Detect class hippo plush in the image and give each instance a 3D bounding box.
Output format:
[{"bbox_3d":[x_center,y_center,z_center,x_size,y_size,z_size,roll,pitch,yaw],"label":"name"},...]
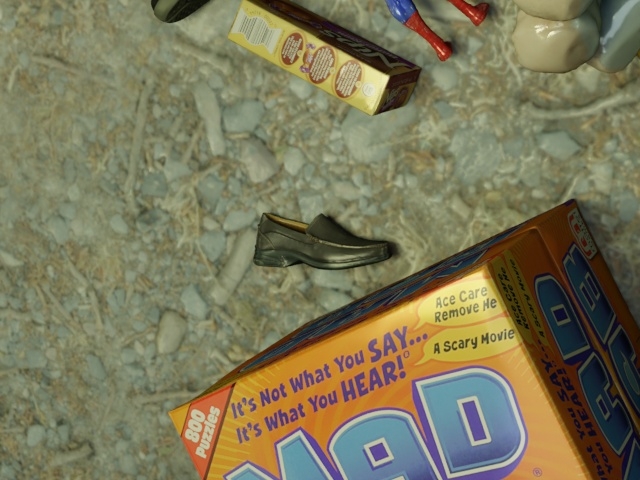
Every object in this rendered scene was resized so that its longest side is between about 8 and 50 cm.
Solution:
[{"bbox_3d":[0.234,-0.324,1.217,0.294,0.234,0.236,-49,60,20],"label":"hippo plush"}]

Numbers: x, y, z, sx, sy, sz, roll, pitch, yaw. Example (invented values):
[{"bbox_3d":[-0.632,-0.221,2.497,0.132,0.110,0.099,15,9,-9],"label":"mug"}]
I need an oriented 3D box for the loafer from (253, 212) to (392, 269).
[{"bbox_3d":[0.000,0.000,1.510,0.170,0.062,0.061,1,97,21],"label":"loafer"}]

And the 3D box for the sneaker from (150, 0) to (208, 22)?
[{"bbox_3d":[-0.141,-0.360,1.480,0.130,0.087,0.227,39,110,13],"label":"sneaker"}]

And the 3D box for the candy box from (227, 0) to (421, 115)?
[{"bbox_3d":[0.005,-0.202,1.437,0.186,0.109,0.053,29,110,16],"label":"candy box"}]

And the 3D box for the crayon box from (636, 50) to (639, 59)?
[{"bbox_3d":[0.478,-0.127,1.270,0.202,0.081,0.318,-38,86,25],"label":"crayon box"}]

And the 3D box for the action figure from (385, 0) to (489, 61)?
[{"bbox_3d":[0.049,-0.322,1.414,0.280,0.139,0.091,39,112,-13],"label":"action figure"}]

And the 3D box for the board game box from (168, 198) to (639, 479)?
[{"bbox_3d":[0.141,0.215,1.332,0.356,0.356,0.356,-27,90,26],"label":"board game box"}]
